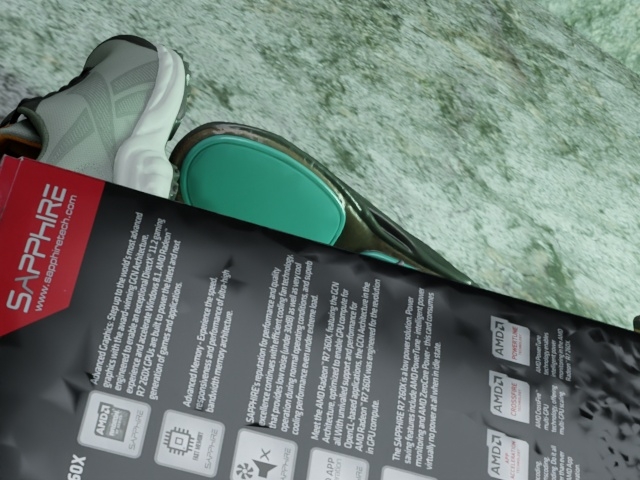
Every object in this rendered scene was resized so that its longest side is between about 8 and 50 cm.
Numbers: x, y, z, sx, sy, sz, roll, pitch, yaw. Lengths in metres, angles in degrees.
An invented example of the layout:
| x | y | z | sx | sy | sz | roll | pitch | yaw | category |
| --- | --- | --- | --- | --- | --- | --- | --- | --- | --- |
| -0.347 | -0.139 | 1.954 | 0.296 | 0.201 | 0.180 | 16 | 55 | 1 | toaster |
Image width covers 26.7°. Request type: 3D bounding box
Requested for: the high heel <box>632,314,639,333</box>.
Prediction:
| x | y | z | sx | sy | sz | roll | pitch | yaw | category |
| --- | --- | --- | --- | --- | --- | --- | --- | --- | --- |
| 0.372 | 0.167 | 1.125 | 0.261 | 0.093 | 0.186 | 38 | 16 | -21 | high heel |

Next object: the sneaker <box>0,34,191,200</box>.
| x | y | z | sx | sy | sz | roll | pitch | yaw | category |
| --- | --- | --- | --- | --- | --- | --- | --- | --- | --- |
| -0.147 | -0.065 | 0.834 | 0.108 | 0.100 | 0.271 | 24 | 27 | -16 | sneaker |

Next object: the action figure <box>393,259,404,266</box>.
| x | y | z | sx | sy | sz | roll | pitch | yaw | category |
| --- | --- | --- | --- | --- | --- | --- | --- | --- | --- |
| 0.105 | 0.144 | 0.724 | 0.285 | 0.185 | 0.099 | 40 | 42 | 20 | action figure |

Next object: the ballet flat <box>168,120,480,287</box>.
| x | y | z | sx | sy | sz | roll | pitch | yaw | category |
| --- | --- | --- | --- | --- | --- | --- | --- | --- | --- |
| 0.000 | 0.000 | 0.940 | 0.280 | 0.095 | 0.096 | 36 | 12 | -29 | ballet flat |

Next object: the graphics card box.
| x | y | z | sx | sy | sz | roll | pitch | yaw | category |
| --- | --- | --- | --- | --- | --- | --- | --- | --- | --- |
| 0.024 | 0.123 | 0.528 | 0.371 | 0.094 | 0.232 | 15 | 51 | -9 | graphics card box |
